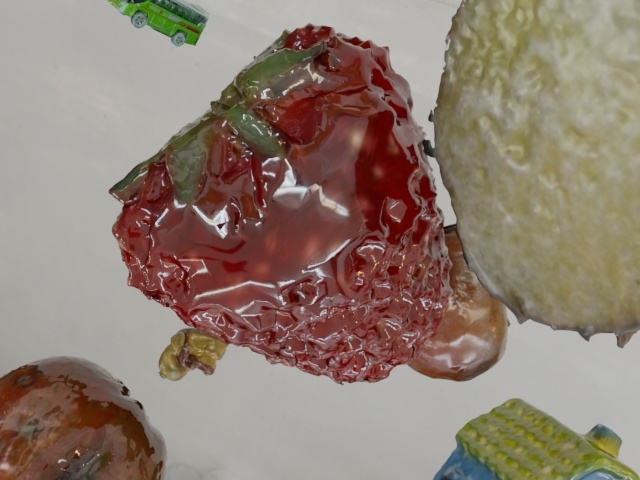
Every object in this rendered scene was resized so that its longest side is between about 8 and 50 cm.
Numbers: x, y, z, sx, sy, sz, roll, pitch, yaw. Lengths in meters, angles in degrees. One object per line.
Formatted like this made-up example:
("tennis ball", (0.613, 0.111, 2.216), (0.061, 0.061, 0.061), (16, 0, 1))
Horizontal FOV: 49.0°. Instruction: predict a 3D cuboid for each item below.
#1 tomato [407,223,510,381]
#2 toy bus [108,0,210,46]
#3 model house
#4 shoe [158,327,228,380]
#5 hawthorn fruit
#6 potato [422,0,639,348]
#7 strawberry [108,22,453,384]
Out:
("tomato", (0.170, 0.098, 0.901), (0.180, 0.155, 0.214), (-15, 149, 1))
("toy bus", (-0.133, -0.190, 0.579), (0.031, 0.083, 0.037), (45, 109, 32))
("model house", (0.310, 0.386, 1.034), (0.215, 0.237, 0.303), (37, 87, -18))
("shoe", (-0.177, 0.154, 0.959), (0.109, 0.069, 0.072), (-1, 137, 21))
("hawthorn fruit", (-0.294, 0.259, 0.747), (0.261, 0.258, 0.258), (-32, 104, -10))
("potato", (0.264, -0.097, 0.544), (0.288, 0.237, 0.301), (-33, 79, 56))
("strawberry", (0.000, 0.000, 0.686), (0.345, 0.317, 0.295), (49, 150, -17))
